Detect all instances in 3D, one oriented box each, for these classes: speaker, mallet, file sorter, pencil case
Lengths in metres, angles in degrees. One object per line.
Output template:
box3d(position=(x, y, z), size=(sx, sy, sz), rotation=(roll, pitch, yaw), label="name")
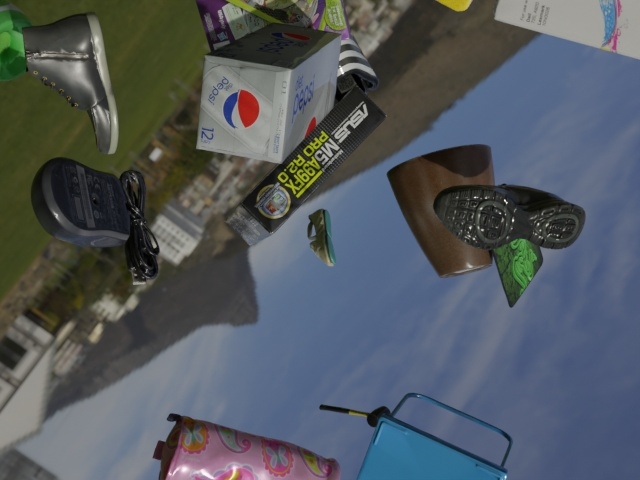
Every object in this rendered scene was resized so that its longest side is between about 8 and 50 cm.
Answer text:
box3d(position=(-0.598, -0.377, 1.582), size=(0.131, 0.296, 0.131), rotation=(-40, 151, -28), label="speaker")
box3d(position=(0.085, 0.418, 2.354), size=(0.190, 0.039, 0.062), rotation=(5, -166, 42), label="mallet")
box3d(position=(0.094, 0.244, 0.891), size=(0.104, 0.118, 0.170), rotation=(-28, 139, -69), label="file sorter")
box3d(position=(-0.113, 0.359, 1.484), size=(0.124, 0.284, 0.124), rotation=(-162, -90, -75), label="pencil case")

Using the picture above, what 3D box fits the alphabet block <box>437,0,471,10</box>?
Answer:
box3d(position=(0.170, -0.458, 1.297), size=(0.197, 0.193, 0.192), rotation=(-57, 172, -52), label="alphabet block")

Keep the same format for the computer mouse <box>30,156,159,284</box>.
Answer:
box3d(position=(-0.347, -0.039, 1.433), size=(0.072, 0.188, 0.272), rotation=(-17, 163, 19), label="computer mouse")

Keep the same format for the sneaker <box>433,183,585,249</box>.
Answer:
box3d(position=(0.317, -0.051, 1.683), size=(0.130, 0.286, 0.109), rotation=(-126, -131, -57), label="sneaker")

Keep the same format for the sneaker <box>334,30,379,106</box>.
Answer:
box3d(position=(-0.024, -0.373, 1.817), size=(0.169, 0.257, 0.447), rotation=(-26, -161, 1), label="sneaker")

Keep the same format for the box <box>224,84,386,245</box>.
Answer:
box3d(position=(-0.030, -0.094, 1.325), size=(0.216, 0.060, 0.270), rotation=(-47, -175, -10), label="box")

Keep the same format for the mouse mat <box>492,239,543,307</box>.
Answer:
box3d(position=(0.392, 0.021, 1.910), size=(0.007, 0.189, 0.152), rotation=(11, -133, 39), label="mouse mat")

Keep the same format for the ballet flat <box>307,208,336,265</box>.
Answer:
box3d(position=(0.000, 0.000, 2.049), size=(0.052, 0.057, 0.168), rotation=(-18, -140, 11), label="ballet flat")

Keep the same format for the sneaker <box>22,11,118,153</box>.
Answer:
box3d(position=(-0.380, -0.231, 1.464), size=(0.118, 0.222, 0.083), rotation=(-13, -154, -15), label="sneaker")

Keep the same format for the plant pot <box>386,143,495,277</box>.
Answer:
box3d(position=(0.263, -0.049, 1.914), size=(0.215, 0.230, 0.215), rotation=(-13, 171, -2), label="plant pot")

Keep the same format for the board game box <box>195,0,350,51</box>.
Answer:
box3d(position=(-0.096, -0.435, 1.370), size=(0.208, 0.346, 0.056), rotation=(-10, -159, 12), label="board game box")

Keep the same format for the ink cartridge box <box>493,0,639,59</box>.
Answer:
box3d(position=(0.371, -0.288, 1.105), size=(0.201, 0.278, 0.117), rotation=(-30, 136, -51), label="ink cartridge box")

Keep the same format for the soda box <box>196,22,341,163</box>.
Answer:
box3d(position=(-0.047, -0.168, 1.044), size=(0.286, 0.091, 0.098), rotation=(-59, 158, -69), label="soda box")
